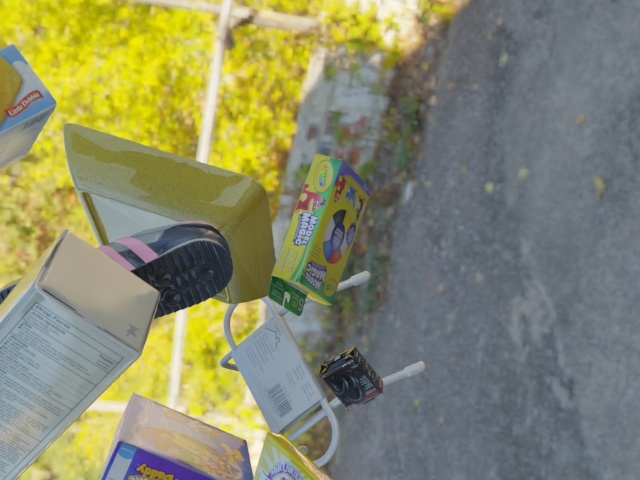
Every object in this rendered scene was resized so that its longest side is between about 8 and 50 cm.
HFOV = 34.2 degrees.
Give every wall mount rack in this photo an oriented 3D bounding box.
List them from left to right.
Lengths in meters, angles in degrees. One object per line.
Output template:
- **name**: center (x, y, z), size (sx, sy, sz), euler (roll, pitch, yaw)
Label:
- **wall mount rack**: center (-0.009, 0.213, 1.805), size (0.304, 0.130, 0.350), euler (-39, 61, 15)

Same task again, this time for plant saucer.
- **plant saucer**: center (-0.240, -0.018, 1.635), size (0.332, 0.333, 0.081), euler (87, -156, -58)

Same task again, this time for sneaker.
- **sneaker**: center (-0.274, 0.053, 1.385), size (0.131, 0.319, 0.112), euler (-112, 10, -65)

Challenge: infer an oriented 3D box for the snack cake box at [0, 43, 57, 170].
- **snack cake box**: center (-0.437, -0.098, 1.150), size (0.089, 0.264, 0.152), euler (54, 145, -2)

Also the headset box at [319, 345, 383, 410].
- **headset box**: center (0.047, 0.202, 1.502), size (0.062, 0.083, 0.032), euler (-30, 21, 18)

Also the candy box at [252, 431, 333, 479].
- **candy box**: center (-0.024, 0.300, 1.157), size (0.206, 0.027, 0.105), euler (25, 98, 61)

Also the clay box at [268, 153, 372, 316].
- **clay box**: center (0.000, 0.000, 1.528), size (0.127, 0.053, 0.222), euler (38, -112, -61)

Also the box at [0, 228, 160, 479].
- **box**: center (-0.340, 0.148, 1.227), size (0.311, 0.148, 0.121), euler (-42, 20, 26)

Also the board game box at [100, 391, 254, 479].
- **board game box**: center (-0.236, 0.370, 1.754), size (0.347, 0.233, 0.078), euler (-150, 84, -83)
